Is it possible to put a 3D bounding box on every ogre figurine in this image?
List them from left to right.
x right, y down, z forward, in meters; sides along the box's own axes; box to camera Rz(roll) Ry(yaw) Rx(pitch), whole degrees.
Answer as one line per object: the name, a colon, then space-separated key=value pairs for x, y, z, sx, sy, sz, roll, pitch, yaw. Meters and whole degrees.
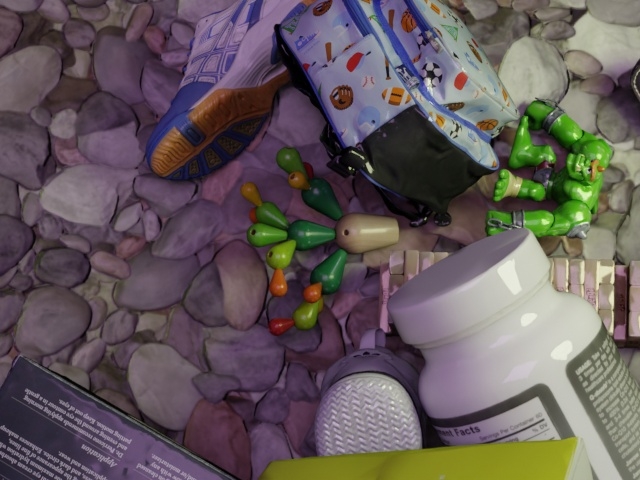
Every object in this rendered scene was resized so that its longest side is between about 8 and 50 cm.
ogre figurine: x=0.272 y=-0.075 z=1.691 sx=0.118 sy=0.097 sz=0.197 roll=17 pitch=40 yaw=10

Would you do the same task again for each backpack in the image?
backpack: x=0.080 y=-0.180 z=1.652 sx=0.213 sy=0.276 sz=0.263 roll=-42 pitch=64 yaw=8

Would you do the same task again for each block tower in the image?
block tower: x=0.232 y=0.068 z=1.662 sx=0.335 sy=0.097 sz=0.091 roll=2 pitch=77 yaw=8

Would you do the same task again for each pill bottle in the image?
pill bottle: x=0.231 y=0.183 z=1.521 sx=0.210 sy=0.210 sz=0.363 roll=-29 pitch=98 yaw=-1

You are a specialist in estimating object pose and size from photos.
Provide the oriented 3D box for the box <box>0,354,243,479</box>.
box: x=-0.252 y=0.351 z=1.609 sx=0.343 sy=0.179 sz=0.312 roll=29 pitch=81 yaw=12

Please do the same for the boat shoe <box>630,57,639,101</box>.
boat shoe: x=0.466 y=-0.114 z=1.662 sx=0.285 sy=0.092 sz=0.103 roll=46 pitch=128 yaw=10

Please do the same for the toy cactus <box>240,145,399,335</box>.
toy cactus: x=0.000 y=0.000 z=1.715 sx=0.180 sy=0.112 sz=0.219 roll=-3 pitch=74 yaw=-14

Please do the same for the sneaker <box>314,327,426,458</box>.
sneaker: x=0.069 y=0.280 z=1.616 sx=0.137 sy=0.210 sz=0.366 roll=-3 pitch=111 yaw=6

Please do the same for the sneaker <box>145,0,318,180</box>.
sneaker: x=-0.118 y=-0.203 z=1.774 sx=0.296 sy=0.112 sz=0.131 roll=-47 pitch=59 yaw=-7

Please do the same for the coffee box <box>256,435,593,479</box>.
coffee box: x=0.088 y=0.411 z=1.345 sx=0.338 sy=0.337 sz=0.334 roll=-7 pitch=108 yaw=21
